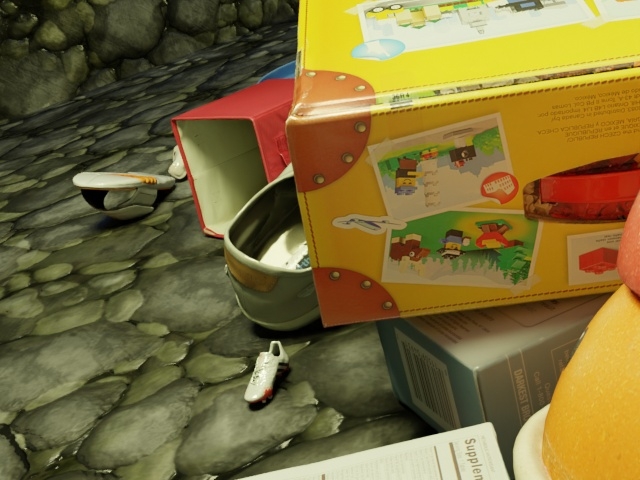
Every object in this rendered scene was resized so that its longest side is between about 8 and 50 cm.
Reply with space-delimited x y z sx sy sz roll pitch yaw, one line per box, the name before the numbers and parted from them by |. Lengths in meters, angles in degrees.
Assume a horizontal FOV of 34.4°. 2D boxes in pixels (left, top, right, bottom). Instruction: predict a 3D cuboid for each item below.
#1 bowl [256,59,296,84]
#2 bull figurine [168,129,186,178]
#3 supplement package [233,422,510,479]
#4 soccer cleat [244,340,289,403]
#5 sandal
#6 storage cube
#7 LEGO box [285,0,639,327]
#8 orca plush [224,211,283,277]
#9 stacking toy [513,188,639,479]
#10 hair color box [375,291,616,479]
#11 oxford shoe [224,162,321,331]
bowl | 0.068 -0.327 2.083 0.391 0.077 0.391 -14 20 5
bull figurine | -0.118 -0.180 1.796 0.310 0.101 0.188 -21 25 -9
supplement package | 0.005 0.219 0.597 0.244 0.134 0.139 -13 20 5
soccer cleat | -0.055 0.130 1.019 0.029 0.036 0.083 -4 22 26
sandal | -0.310 -0.071 1.698 0.102 0.076 0.265 7 5 17
storage cube | -0.061 -0.117 1.467 0.193 0.184 0.215 -29 24 -38
LEGO box | 0.234 -0.138 0.881 0.500 0.193 0.372 -7 32 5
orca plush | 0.000 0.000 1.307 0.151 0.102 0.287 -55 -11 26
stacking toy | 0.297 -0.047 0.521 0.350 0.480 0.350 5 11 -1
hair color box | 0.255 0.053 0.893 0.374 0.114 0.185 -22 22 -16
oxford shoe | 0.060 -0.095 1.141 0.169 0.130 0.449 34 77 34
